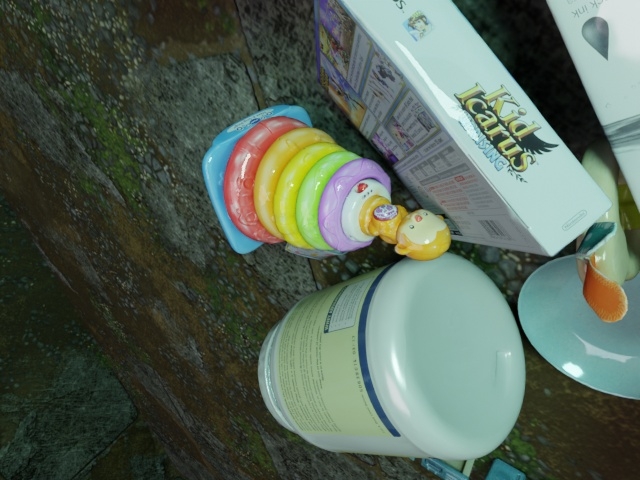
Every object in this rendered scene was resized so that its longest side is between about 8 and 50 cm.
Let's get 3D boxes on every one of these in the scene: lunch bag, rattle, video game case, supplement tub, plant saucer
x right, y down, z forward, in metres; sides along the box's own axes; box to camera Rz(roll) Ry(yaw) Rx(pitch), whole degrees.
[{"bbox_3d":[0.000,0.000,0.751,0.083,0.053,0.071,19,164,-25],"label":"lunch bag"},{"bbox_3d":[0.201,-0.010,0.429,0.142,0.200,0.130,14,135,35],"label":"rattle"},{"bbox_3d":[0.094,-0.105,0.447,0.244,0.061,0.269,49,-178,-2],"label":"video game case"},{"bbox_3d":[0.075,0.164,0.677,0.236,0.235,0.324,54,142,-7],"label":"supplement tub"},{"bbox_3d":[0.316,0.086,0.534,0.194,0.037,0.195,26,137,28],"label":"plant saucer"}]

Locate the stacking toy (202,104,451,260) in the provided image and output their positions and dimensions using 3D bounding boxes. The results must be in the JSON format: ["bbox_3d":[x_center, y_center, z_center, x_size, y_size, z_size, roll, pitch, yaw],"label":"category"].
[{"bbox_3d":[0.016,-0.043,0.568,0.301,0.175,0.166,25,140,42],"label":"stacking toy"}]

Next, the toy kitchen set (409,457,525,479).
[{"bbox_3d":[0.211,0.340,0.786,0.207,0.122,0.166,23,136,29],"label":"toy kitchen set"}]

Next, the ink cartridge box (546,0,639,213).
[{"bbox_3d":[0.286,-0.137,0.306,0.207,0.117,0.283,-17,109,50],"label":"ink cartridge box"}]
